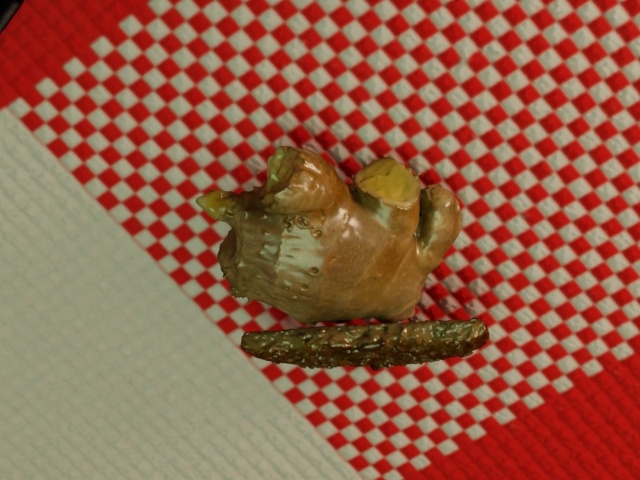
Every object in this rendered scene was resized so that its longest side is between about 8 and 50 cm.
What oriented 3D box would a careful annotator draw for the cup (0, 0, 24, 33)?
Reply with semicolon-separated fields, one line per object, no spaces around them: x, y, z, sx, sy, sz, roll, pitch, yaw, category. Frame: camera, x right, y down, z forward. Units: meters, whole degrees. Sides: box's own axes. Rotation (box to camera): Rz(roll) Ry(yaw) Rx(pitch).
-0.346;-0.212;1.333;0.177;0.239;0.166;-31;72;17;cup

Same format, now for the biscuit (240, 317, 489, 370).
0.044;0.091;1.477;0.206;0.126;0.025;-4;77;12;biscuit

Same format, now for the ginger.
0.000;0.000;1.418;0.216;0.102;0.157;16;126;-20;ginger
